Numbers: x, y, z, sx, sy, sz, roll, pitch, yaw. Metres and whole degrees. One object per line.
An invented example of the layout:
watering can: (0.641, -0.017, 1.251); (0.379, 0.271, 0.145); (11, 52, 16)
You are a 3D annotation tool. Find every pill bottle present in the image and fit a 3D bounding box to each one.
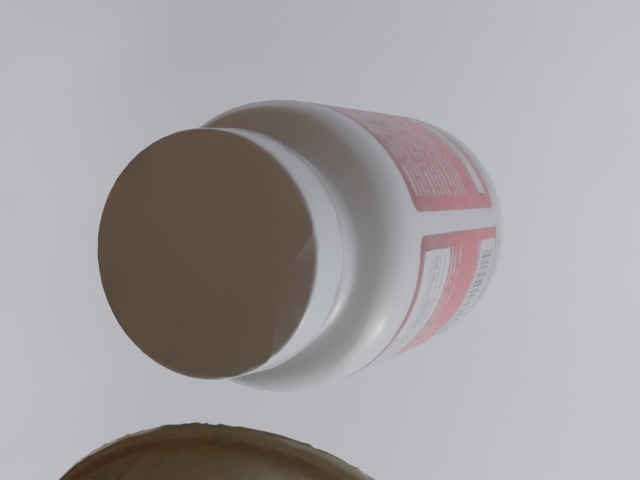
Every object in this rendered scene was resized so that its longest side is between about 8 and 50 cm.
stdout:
pill bottle: (0.000, 0.000, 0.925); (0.229, 0.407, 0.229); (1, -87, 23)

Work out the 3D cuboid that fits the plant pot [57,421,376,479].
plant pot: (-0.086, 0.321, 0.598); (0.333, 0.305, 0.334); (5, -68, 13)
